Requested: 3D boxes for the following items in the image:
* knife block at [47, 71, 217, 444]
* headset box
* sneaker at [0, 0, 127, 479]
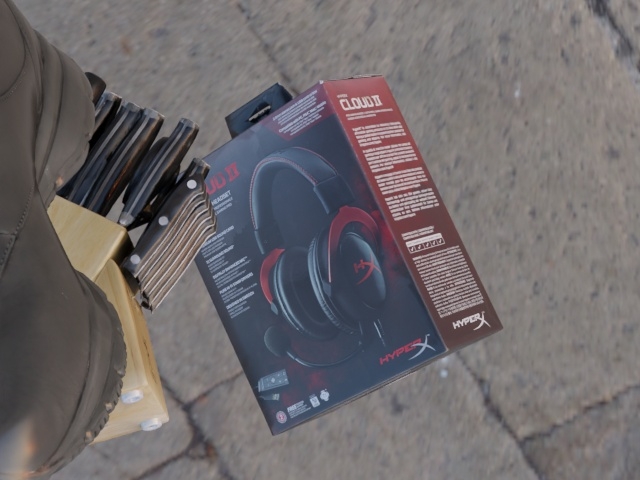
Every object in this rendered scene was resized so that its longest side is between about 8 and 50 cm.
[{"bbox_3d":[-0.195,0.017,0.978,0.276,0.088,0.242,-17,67,-3],"label":"knife block"},{"bbox_3d":[0.000,0.000,1.384,0.218,0.110,0.293,-29,81,34],"label":"headset box"},{"bbox_3d":[-0.156,-0.016,0.605,0.109,0.286,0.130,-25,135,7],"label":"sneaker"}]
